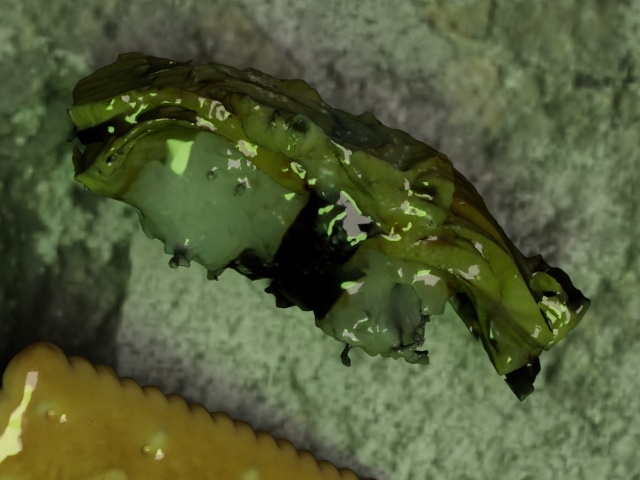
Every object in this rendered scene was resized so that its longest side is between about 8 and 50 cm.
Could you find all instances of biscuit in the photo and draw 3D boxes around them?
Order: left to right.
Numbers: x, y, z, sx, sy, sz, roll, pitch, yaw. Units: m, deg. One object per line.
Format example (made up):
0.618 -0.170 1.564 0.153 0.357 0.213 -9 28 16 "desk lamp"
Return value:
-0.086 0.162 0.991 0.249 0.030 0.160 28 93 -31 "biscuit"

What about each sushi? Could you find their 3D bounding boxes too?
0.003 -0.006 0.970 0.291 0.139 0.131 32 100 -14 "sushi"
